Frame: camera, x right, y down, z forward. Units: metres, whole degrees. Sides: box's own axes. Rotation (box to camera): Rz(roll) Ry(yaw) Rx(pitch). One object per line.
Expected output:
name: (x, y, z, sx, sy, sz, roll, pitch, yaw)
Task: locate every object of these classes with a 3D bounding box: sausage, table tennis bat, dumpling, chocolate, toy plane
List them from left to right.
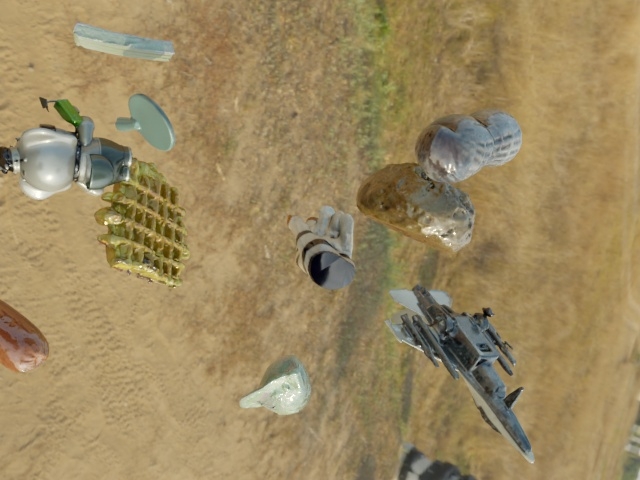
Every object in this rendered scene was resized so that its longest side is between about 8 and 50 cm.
sausage: (-0.728, 0.197, 1.409, 0.114, 0.259, 0.113, -56, 176, -6)
table tennis bat: (-0.438, -0.288, 1.545, 0.040, 0.244, 0.153, -42, 122, -31)
dumpling: (-0.083, 0.319, 1.316, 0.149, 0.104, 0.217, -46, 163, -24)
toy plane: (0.152, 0.114, 0.645, 0.159, 0.234, 0.082, 6, 116, -35)
chocolate: (0.162, -0.105, 0.681, 0.167, 0.072, 0.072, -22, 123, -44)

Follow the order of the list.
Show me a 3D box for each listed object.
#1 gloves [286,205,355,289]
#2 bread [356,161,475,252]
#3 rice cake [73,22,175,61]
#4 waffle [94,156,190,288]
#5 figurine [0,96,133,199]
gloves: (0.004, 0.014, 1.337, 0.219, 0.140, 0.132, -118, -155, -67)
bread: (0.183, -0.064, 1.161, 0.230, 0.230, 0.123, 27, 86, -61)
rice cake: (-0.484, -0.483, 1.541, 0.237, 0.127, 0.043, 3, 93, -24)
waffle: (-0.349, -0.018, 1.252, 0.283, 0.065, 0.310, -70, 152, -56)
figurine: (-0.391, -0.125, 0.959, 0.192, 0.126, 0.147, -2, 133, -32)
